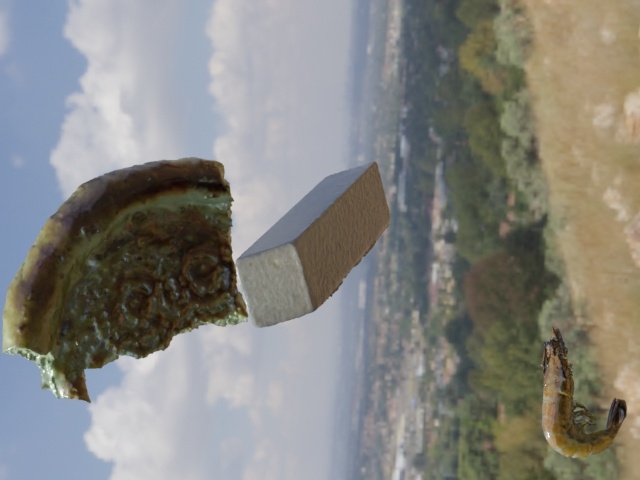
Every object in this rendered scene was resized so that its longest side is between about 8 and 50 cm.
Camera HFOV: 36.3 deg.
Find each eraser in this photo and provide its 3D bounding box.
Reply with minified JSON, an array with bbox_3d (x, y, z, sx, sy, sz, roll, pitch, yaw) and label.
[{"bbox_3d":[-0.001,0.000,1.413,0.352,0.077,0.111,-46,-55,-54],"label":"eraser"}]

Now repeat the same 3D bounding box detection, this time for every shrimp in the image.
[{"bbox_3d":[0.363,0.208,1.344,0.034,0.124,0.178,121,151,-75],"label":"shrimp"}]

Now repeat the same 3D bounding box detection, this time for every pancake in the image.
[{"bbox_3d":[-0.284,0.049,1.467,0.067,0.427,0.305,-9,105,61],"label":"pancake"}]
